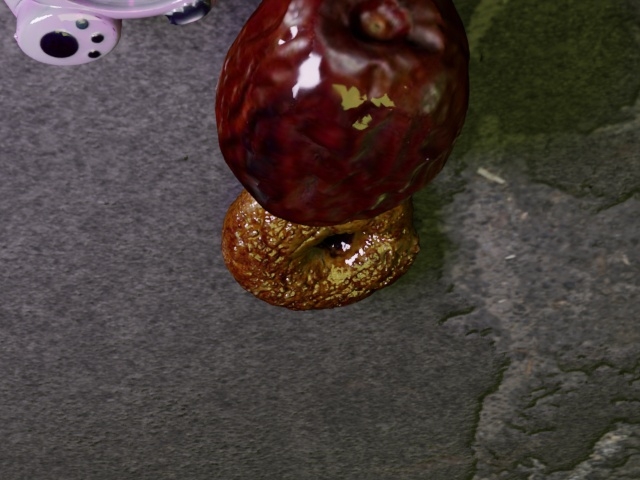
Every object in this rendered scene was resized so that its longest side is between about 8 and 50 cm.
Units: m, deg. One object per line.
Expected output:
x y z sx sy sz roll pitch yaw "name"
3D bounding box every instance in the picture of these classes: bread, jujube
0.000 0.000 1.345 0.193 0.064 0.193 -5 142 -4 "bread"
0.015 -0.102 1.110 0.183 0.183 0.243 6 162 -12 "jujube"

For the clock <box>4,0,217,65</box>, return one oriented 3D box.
-0.127 -0.238 0.997 0.247 0.090 0.227 -15 142 12 "clock"
